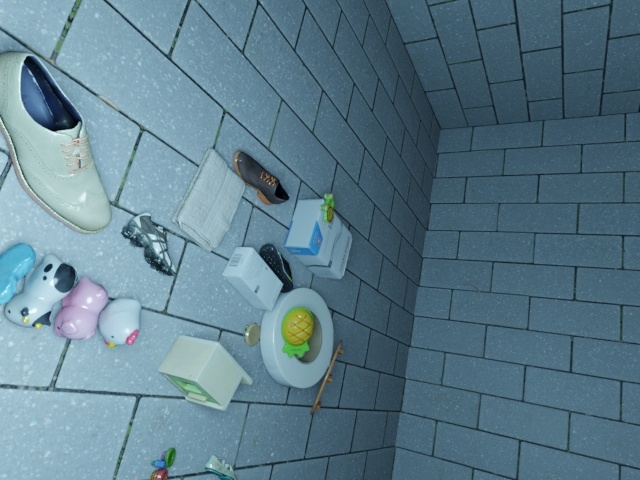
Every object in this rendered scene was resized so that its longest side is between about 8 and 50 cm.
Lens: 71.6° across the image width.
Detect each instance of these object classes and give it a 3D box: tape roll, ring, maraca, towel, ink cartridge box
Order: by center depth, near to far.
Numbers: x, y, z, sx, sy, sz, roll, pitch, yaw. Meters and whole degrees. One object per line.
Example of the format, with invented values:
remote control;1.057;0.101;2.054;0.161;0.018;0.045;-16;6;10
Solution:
towel;-0.333;-0.121;1.356;0.187;0.049;0.282;51;49;-50
maraca;-0.083;0.332;1.603;0.127;0.099;0.185;3;94;-25
tape roll;-0.080;0.380;1.743;0.392;0.072;0.391;18;67;-52
ink cartridge box;0.000;0.000;1.862;0.307;0.129;0.223;47;51;-50
ring;0.034;0.588;1.906;0.336;0.032;0.336;23;90;-84

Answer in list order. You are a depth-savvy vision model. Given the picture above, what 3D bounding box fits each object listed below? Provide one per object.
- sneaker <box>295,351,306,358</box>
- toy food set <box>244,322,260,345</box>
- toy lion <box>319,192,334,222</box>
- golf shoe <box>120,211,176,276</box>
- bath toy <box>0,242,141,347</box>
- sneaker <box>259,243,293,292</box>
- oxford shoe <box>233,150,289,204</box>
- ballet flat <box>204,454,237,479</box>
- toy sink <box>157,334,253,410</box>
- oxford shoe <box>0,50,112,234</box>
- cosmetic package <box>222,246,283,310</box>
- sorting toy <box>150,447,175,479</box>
sneaker;-0.103;0.447;1.805;0.134;0.051;0.070;1;74;-51
toy food set;-0.242;0.334;1.577;0.083;0.020;0.082;19;75;-59
toy lion;0.033;-0.123;1.761;0.096;0.034;0.100;64;38;-48
golf shoe;-0.428;0.013;1.172;0.094;0.077;0.198;-62;143;-37
bath toy;-0.529;0.150;0.957;0.151;0.129;0.348;-46;140;-2
sneaker;-0.165;0.094;1.661;0.097;0.084;0.234;-88;163;-54
oxford shoe;-0.198;-0.218;1.531;0.271;0.098;0.096;46;54;-52
ballet flat;-0.315;0.747;1.448;0.168;0.057;0.052;63;31;-42
toy sink;-0.330;0.402;1.297;0.131;0.153;0.234;-63;143;-35
oxford shoe;-0.533;-0.178;0.901;0.140;0.147;0.397;-57;139;-42
cosmetic package;-0.227;0.135;1.524;0.231;0.086;0.117;55;47;-45
sorting toy;-0.445;0.627;1.235;0.061;0.042;0.102;82;15;-48
